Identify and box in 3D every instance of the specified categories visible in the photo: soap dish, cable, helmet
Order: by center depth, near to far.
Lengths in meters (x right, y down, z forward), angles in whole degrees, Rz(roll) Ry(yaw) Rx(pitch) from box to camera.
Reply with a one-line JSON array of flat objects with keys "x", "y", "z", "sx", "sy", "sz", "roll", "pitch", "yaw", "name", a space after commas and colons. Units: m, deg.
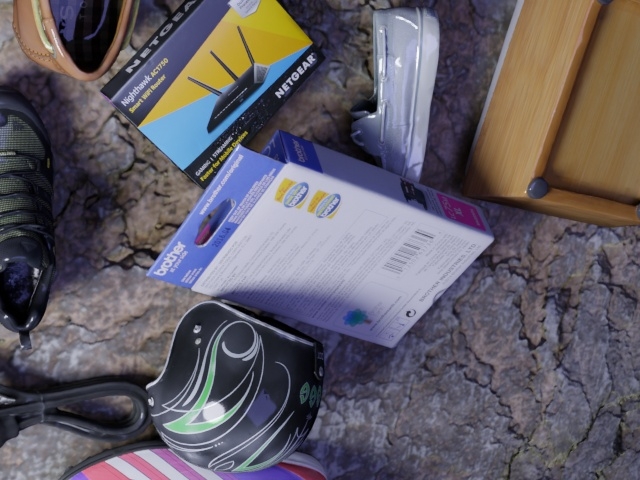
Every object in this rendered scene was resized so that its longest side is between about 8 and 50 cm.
[{"x": -0.305, "y": 0.161, "z": 1.101, "sx": 0.287, "sy": 0.072, "sz": 0.139, "roll": -14, "pitch": 104, "yaw": -36, "name": "cable"}, {"x": -0.085, "y": 0.152, "z": 1.130, "sx": 0.169, "sy": 0.169, "sz": 0.161, "roll": 24, "pitch": 88, "yaw": -32, "name": "helmet"}, {"x": 0.302, "y": -0.159, "z": 1.249, "sx": 0.229, "sy": 0.118, "sz": 0.290, "roll": 10, "pitch": 104, "yaw": -30, "name": "soap dish"}]

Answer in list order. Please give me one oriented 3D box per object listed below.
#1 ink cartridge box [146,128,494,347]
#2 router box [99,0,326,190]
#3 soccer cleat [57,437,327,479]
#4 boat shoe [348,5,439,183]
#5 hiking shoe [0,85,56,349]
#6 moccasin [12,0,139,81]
[{"x": 0.000, "y": 0.000, "z": 1.141, "sx": 0.311, "sy": 0.065, "sz": 0.186, "roll": 17, "pitch": 128, "yaw": -33, "name": "ink cartridge box"}, {"x": -0.101, "y": -0.158, "z": 1.083, "sx": 0.179, "sy": 0.046, "sz": 0.133, "roll": -48, "pitch": 121, "yaw": -4, "name": "router box"}, {"x": -0.119, "y": 0.281, "z": 1.179, "sx": 0.318, "sy": 0.116, "sz": 0.108, "roll": 7, "pitch": 119, "yaw": -30, "name": "soccer cleat"}, {"x": 0.069, "y": -0.131, "z": 1.173, "sx": 0.081, "sy": 0.079, "sz": 0.227, "roll": 5, "pitch": 111, "yaw": -4, "name": "boat shoe"}, {"x": -0.265, "y": -0.021, "z": 1.006, "sx": 0.086, "sy": 0.114, "sz": 0.227, "roll": -11, "pitch": 112, "yaw": -24, "name": "hiking shoe"}, {"x": -0.193, "y": -0.321, "z": 0.918, "sx": 0.139, "sy": 0.147, "sz": 0.380, "roll": 4, "pitch": 106, "yaw": -28, "name": "moccasin"}]
